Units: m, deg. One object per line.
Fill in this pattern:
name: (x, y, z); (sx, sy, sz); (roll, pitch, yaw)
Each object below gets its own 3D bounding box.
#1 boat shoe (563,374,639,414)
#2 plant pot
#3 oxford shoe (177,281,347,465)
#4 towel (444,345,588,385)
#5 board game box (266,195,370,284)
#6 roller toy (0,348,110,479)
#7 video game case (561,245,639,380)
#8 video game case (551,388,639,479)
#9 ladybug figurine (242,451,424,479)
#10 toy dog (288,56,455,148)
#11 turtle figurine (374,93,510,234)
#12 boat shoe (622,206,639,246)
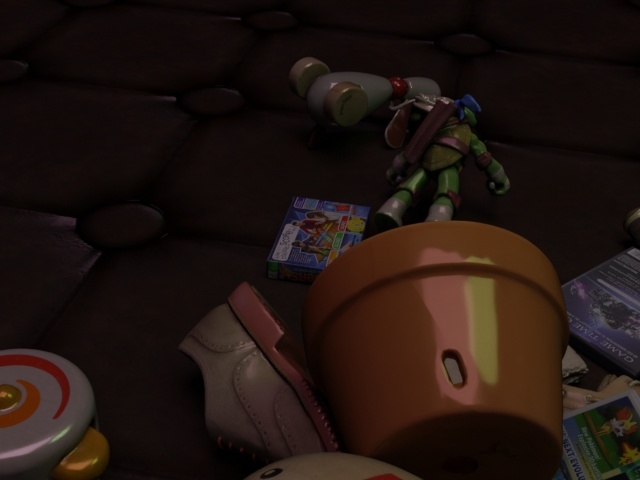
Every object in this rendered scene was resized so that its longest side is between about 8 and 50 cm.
boat shoe: (0.355, 0.213, 1.077); (0.341, 0.121, 0.110); (7, 72, 7)
plant pot: (0.127, 0.151, 0.939); (0.291, 0.291, 0.203); (1, 44, -4)
oxford shoe: (-0.047, 0.228, 1.081); (0.146, 0.140, 0.397); (-36, 47, 0)
towel: (0.205, 0.159, 1.242); (0.282, 0.049, 0.187); (-11, 38, -21)
board game box: (0.000, 0.000, 1.469); (0.136, 0.035, 0.201); (9, 34, 8)
roller toy: (-0.345, 0.222, 1.011); (0.191, 0.146, 0.209); (-13, 38, -21)
video game case: (0.474, 0.104, 1.367); (0.274, 0.026, 0.196); (-23, 42, -32)
video game case: (0.226, 0.302, 0.889); (0.300, 0.036, 0.329); (-23, 23, 9)
ladybug figurine: (0.038, 0.359, 0.713); (0.305, 0.162, 0.449); (-48, 55, 4)
toy dog: (0.089, -0.251, 1.787); (0.333, 0.161, 0.220); (9, 28, -19)
turtle figurine: (0.211, -0.087, 1.559); (0.198, 0.275, 0.266); (30, 58, 0)
boat shoe: (0.621, -0.009, 1.506); (0.223, 0.080, 0.073); (3, 46, -4)
